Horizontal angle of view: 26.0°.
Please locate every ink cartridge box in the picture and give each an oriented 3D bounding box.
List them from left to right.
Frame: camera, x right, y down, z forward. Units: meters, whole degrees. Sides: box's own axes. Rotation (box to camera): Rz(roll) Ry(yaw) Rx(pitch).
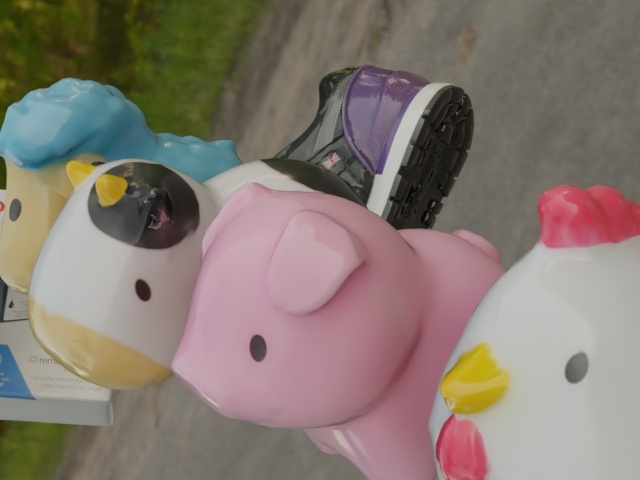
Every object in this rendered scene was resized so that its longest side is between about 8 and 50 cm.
[{"bbox_3d":[-0.243,0.058,1.214,0.082,0.140,0.190,108,165,-66],"label":"ink cartridge box"}]

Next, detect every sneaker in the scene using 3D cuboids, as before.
[{"bbox_3d":[0.000,0.000,1.030,0.283,0.124,0.107,-61,-32,-12],"label":"sneaker"}]

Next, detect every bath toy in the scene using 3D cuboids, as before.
[{"bbox_3d":[-0.001,0.019,0.495,0.348,0.151,0.129,20,131,51],"label":"bath toy"}]
